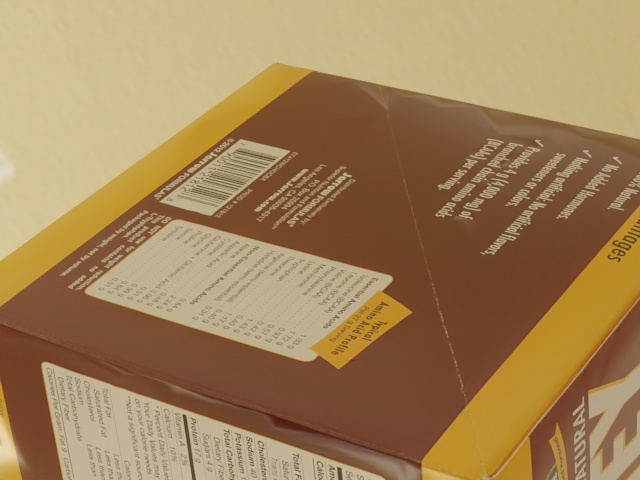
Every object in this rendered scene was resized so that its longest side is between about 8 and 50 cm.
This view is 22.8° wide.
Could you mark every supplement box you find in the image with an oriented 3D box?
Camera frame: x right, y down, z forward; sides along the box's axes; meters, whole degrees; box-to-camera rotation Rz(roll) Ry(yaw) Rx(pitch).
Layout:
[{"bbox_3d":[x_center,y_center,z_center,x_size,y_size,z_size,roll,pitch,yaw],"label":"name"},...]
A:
[{"bbox_3d":[0.019,0.049,0.544,0.194,0.129,0.191,15,37,30],"label":"supplement box"}]
